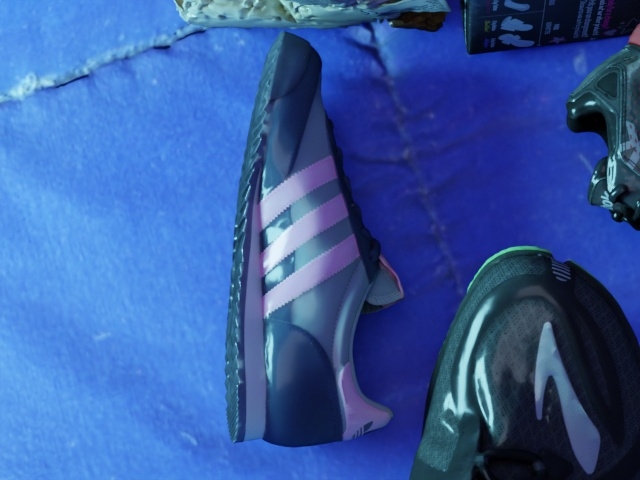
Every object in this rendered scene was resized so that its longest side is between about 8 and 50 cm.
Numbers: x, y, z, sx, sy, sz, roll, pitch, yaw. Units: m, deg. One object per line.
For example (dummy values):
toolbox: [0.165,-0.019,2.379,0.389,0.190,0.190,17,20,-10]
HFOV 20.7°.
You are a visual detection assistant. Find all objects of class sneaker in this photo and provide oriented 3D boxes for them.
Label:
sneaker: [0.119,0.237,1.201,0.185,0.202,0.483,12,79,11]
sneaker: [0.276,-0.030,1.293,0.135,0.097,0.276,-31,72,1]
sneaker: [0.000,0.000,1.339,0.131,0.112,0.319,5,80,-7]

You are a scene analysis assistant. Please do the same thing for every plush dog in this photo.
plush dog: [0.009,-0.282,1.351,0.210,0.262,0.225,3,86,-24]

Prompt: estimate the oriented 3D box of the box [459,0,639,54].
box: [0.166,-0.289,1.335,0.142,0.163,0.247,-6,76,3]
